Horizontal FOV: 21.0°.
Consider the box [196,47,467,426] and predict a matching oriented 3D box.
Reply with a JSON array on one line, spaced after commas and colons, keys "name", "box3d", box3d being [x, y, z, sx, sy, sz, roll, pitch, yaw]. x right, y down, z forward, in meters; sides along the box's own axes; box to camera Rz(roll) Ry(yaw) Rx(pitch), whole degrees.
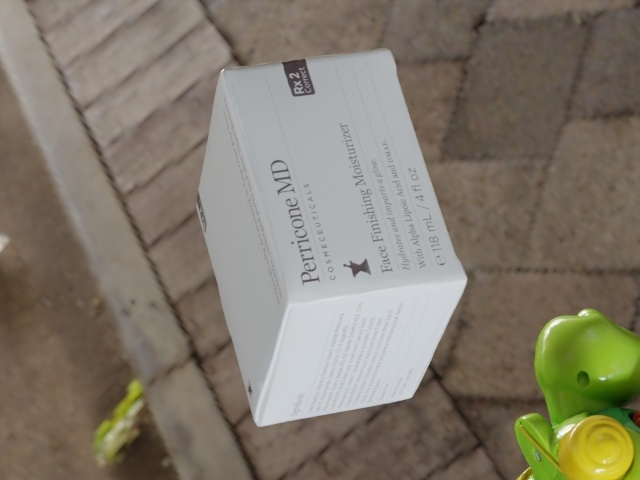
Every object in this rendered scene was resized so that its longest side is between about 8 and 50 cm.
[{"name": "box", "box3d": [0.000, 0.000, 1.147, 0.119, 0.182, 0.181, -9, 63, -15]}]

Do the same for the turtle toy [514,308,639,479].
[{"name": "turtle toy", "box3d": [0.115, 0.088, 0.647, 0.066, 0.095, 0.130, -24, 75, -18]}]
